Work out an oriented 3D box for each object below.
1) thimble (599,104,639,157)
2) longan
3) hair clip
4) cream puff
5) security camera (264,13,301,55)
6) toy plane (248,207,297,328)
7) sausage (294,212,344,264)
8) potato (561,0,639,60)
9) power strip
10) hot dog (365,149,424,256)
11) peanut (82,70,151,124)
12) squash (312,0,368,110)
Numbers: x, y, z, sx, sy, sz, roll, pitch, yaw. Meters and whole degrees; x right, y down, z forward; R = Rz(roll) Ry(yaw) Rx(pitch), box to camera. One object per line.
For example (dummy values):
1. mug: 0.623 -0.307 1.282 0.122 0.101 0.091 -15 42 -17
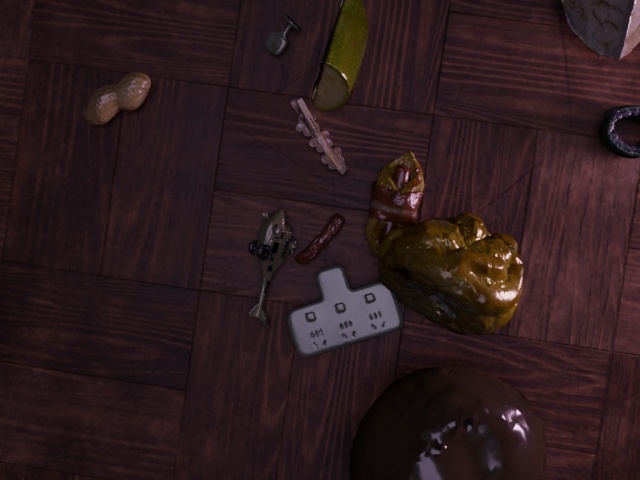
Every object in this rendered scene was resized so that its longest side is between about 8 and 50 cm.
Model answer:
1. thimble: 0.719 -0.250 1.875 0.135 0.090 0.118 15 92 3
2. longan: 0.270 0.481 1.773 0.404 0.404 0.436 38 96 2
3. hair clip: -0.007 -0.246 1.938 0.062 0.056 0.214 -35 98 -13
4. cream puff: 0.307 0.046 1.823 0.324 0.291 0.257 28 66 20
5. security camera: -0.093 -0.488 1.941 0.058 0.058 0.092 45 105 1
6. toy plane: -0.122 0.063 1.937 0.108 0.092 0.286 15 90 -22
7. sausage: 0.000 0.000 1.949 0.158 0.042 0.036 -47 126 5
8. potato: 0.697 -0.577 1.873 0.264 0.211 0.189 -32 48 -27
9. power strip: 0.048 0.156 1.937 0.265 0.059 0.193 -18 90 4
10. hot dog: 0.176 -0.086 1.907 0.123 0.093 0.261 9 92 3
11. peanut: -0.488 -0.340 1.947 0.187 0.082 0.082 -25 90 4
12. squash: 0.059 -0.451 1.943 0.093 0.169 0.252 17 59 0
